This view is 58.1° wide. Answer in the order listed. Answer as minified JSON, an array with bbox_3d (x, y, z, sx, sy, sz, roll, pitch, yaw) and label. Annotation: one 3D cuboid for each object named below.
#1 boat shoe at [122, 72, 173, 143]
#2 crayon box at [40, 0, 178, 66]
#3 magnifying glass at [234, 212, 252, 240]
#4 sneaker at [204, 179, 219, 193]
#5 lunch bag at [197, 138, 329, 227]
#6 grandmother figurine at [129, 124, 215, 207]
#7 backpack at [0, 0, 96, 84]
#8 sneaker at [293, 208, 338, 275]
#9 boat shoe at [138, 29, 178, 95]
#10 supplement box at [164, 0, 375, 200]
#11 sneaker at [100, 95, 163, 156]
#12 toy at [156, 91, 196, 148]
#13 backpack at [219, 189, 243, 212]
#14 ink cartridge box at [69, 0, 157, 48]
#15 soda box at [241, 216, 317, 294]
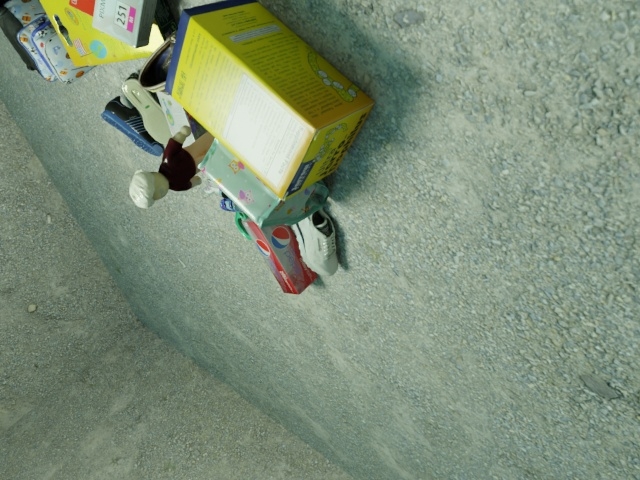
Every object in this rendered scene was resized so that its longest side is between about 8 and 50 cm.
[{"bbox_3d":[-0.519,-0.405,1.771,0.079,0.084,0.233,-105,-10,-53],"label":"boat shoe"},{"bbox_3d":[-0.526,-0.559,1.443,0.318,0.081,0.202,1,130,22],"label":"crayon box"},{"bbox_3d":[-0.246,-0.090,1.796,0.092,0.026,0.231,28,144,34],"label":"magnifying glass"},{"bbox_3d":[-0.342,-0.184,1.809,0.098,0.038,0.069,1,125,42],"label":"sneaker"},{"bbox_3d":[-0.112,-0.150,1.330,0.223,0.262,0.160,43,111,15],"label":"lunch bag"},{"bbox_3d":[-0.334,-0.198,1.454,0.104,0.342,0.208,31,147,31],"label":"grandmother figurine"},{"bbox_3d":[-0.717,-0.593,1.604,0.213,0.263,0.276,38,163,5],"label":"backpack"},{"bbox_3d":[0.000,0.000,1.503,0.095,0.090,0.235,3,129,41],"label":"sneaker"},{"bbox_3d":[-0.307,-0.431,1.325,0.324,0.097,0.116,-19,94,43],"label":"boat shoe"},{"bbox_3d":[-0.108,-0.289,1.148,0.356,0.195,0.194,44,136,11],"label":"supplement box"},{"bbox_3d":[-0.606,-0.379,1.911,0.232,0.090,0.081,41,158,-31],"label":"sneaker"},{"bbox_3d":[-0.400,-0.369,1.646,0.137,0.056,0.237,14,131,52],"label":"toy"},{"bbox_3d":[-0.202,-0.131,1.544,0.173,0.158,0.117,10,94,56],"label":"backpack"},{"bbox_3d":[-0.471,-0.610,1.286,0.239,0.060,0.275,27,121,8],"label":"ink cartridge box"},{"bbox_3d":[-0.117,0.029,1.686,0.083,0.092,0.263,-2,123,54],"label":"soda box"}]
